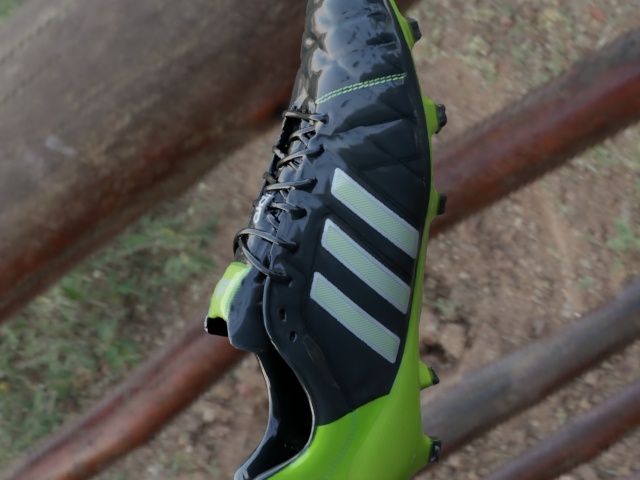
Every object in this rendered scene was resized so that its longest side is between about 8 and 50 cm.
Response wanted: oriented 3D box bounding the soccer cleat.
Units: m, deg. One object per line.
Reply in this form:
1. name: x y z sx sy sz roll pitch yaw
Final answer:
1. soccer cleat: 0.000 0.000 0.479 0.060 0.072 0.179 -166 73 -68
